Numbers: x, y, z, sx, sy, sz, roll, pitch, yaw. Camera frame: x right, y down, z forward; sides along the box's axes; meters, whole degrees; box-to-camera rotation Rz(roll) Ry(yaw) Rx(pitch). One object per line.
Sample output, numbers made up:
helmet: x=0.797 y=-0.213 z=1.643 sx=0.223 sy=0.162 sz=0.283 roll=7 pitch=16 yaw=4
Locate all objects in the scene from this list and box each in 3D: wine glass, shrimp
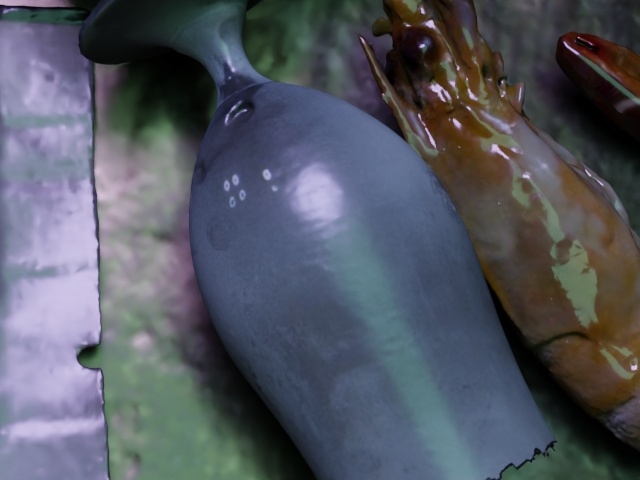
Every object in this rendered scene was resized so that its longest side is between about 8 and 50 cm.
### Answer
wine glass: x=0.000 y=0.000 z=0.567 sx=0.093 sy=0.093 sz=0.202 roll=-26 pitch=79 yaw=-16
shrimp: x=0.108 y=-0.019 z=0.614 sx=0.133 sy=0.053 sz=0.236 roll=-40 pitch=89 yaw=-16

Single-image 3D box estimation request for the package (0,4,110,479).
package: x=-0.197 y=0.003 z=0.551 sx=0.251 sy=0.062 sz=0.204 roll=4 pitch=74 yaw=-24
